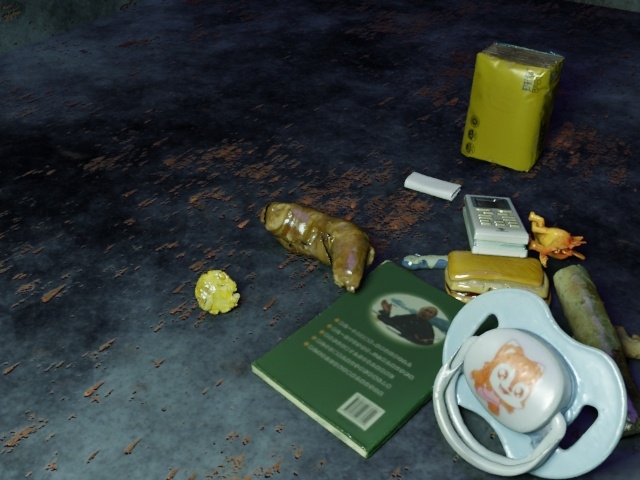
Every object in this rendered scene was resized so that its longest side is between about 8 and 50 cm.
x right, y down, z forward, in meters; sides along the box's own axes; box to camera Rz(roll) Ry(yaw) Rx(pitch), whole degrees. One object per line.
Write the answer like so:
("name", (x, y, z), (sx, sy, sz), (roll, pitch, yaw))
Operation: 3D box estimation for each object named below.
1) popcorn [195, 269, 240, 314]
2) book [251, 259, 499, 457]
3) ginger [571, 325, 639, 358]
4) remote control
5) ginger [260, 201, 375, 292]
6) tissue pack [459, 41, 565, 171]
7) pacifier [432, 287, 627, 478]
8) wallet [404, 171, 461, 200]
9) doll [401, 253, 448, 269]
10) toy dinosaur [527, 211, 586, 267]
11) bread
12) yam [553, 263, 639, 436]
("popcorn", (-0.199, 0.101, 1.334), (0.084, 0.084, 0.084), (0, 36, 0))
("book", (0.100, 0.185, 1.232), (0.260, 0.043, 0.371), (30, 47, 33))
("ginger", (0.525, 0.175, 1.241), (0.174, 0.051, 0.069), (6, 41, 0))
("remote control", (0.355, -0.037, 1.469), (0.103, 0.055, 0.277), (5, 20, 6))
("ginger", (0.008, -0.001, 1.412), (0.133, 0.107, 0.309), (3, 17, -43))
("tissue pack", (0.466, -0.327, 1.754), (0.192, 0.270, 0.134), (21, 36, 28))
("pacifier", (0.326, 0.221, 1.086), (0.233, 0.244, 0.299), (9, 30, -46))
("wallet", (0.264, -0.129, 1.682), (0.122, 0.025, 0.061), (19, 41, 25))
("doll", (0.226, 0.043, 1.439), (0.125, 0.027, 0.037), (-3, 28, -4))
("toy dinosaur", (0.472, 0.006, 1.425), (0.117, 0.070, 0.288), (15, 17, 5))
("bread", (0.338, 0.075, 1.362), (0.201, 0.077, 0.116), (6, 28, 7))
("yam", (0.455, 0.172, 1.172), (0.071, 0.067, 0.317), (-34, 44, 28))
